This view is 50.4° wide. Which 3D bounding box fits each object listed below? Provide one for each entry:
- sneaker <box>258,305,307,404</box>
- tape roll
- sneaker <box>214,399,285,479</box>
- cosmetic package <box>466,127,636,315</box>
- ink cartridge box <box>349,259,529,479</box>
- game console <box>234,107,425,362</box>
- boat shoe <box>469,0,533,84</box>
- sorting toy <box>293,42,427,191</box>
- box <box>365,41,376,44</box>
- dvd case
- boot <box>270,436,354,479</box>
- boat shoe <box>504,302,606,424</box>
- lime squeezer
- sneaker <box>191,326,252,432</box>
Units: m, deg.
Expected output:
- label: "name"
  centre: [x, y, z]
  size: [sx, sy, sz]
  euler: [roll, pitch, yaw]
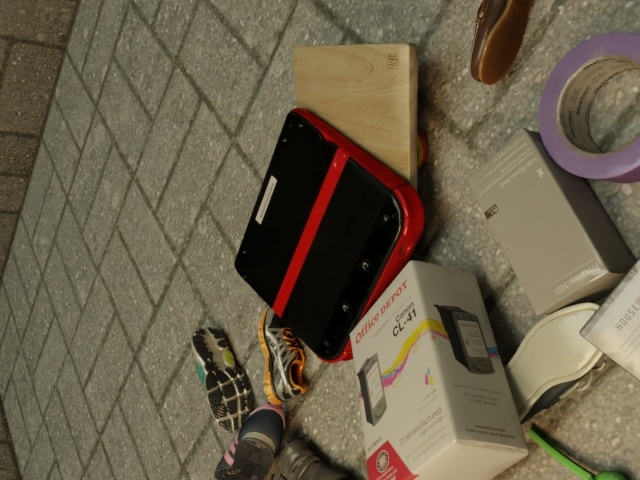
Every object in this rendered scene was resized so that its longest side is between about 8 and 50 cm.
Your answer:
- label: "sneaker"
  centre: [-0.075, 0.237, 1.451]
  size: [0.083, 0.084, 0.214]
  euler: [-15, 76, 27]
- label: "tape roll"
  centre: [0.392, -0.172, 0.899]
  size: [0.189, 0.080, 0.189]
  euler: [-1, 88, 51]
- label: "sneaker"
  centre: [-0.148, 0.465, 1.523]
  size: [0.319, 0.112, 0.131]
  euler: [-56, 7, 48]
- label: "cosmetic package"
  centre: [0.322, -0.024, 0.960]
  size: [0.127, 0.107, 0.238]
  euler: [-46, 53, 38]
- label: "ink cartridge box"
  centre: [0.161, 0.220, 1.036]
  size: [0.226, 0.131, 0.306]
  euler: [-56, 31, 40]
- label: "game console"
  centre: [0.000, 0.000, 1.255]
  size: [0.342, 0.060, 0.386]
  euler: [43, 124, 32]
- label: "boat shoe"
  centre: [0.277, -0.346, 1.050]
  size: [0.073, 0.073, 0.207]
  euler: [34, 107, 47]
- label: "sorting toy"
  centre: [0.079, -0.220, 1.219]
  size: [0.257, 0.089, 0.255]
  euler: [13, 112, 41]
- label: "box"
  centre: [0.057, -0.291, 1.326]
  size: [0.178, 0.042, 0.109]
  euler: [-28, 68, 45]
- label: "dvd case"
  centre: [0.456, 0.118, 0.793]
  size: [0.239, 0.030, 0.179]
  euler: [42, 114, 26]
- label: "boot"
  centre: [-0.028, 0.589, 1.366]
  size: [0.223, 0.118, 0.338]
  euler: [18, 92, 52]
- label: "boat shoe"
  centre: [0.330, 0.179, 0.962]
  size: [0.095, 0.079, 0.254]
  euler: [53, 129, 35]
- label: "lime squeezer"
  centre: [0.403, 0.305, 0.890]
  size: [0.310, 0.059, 0.109]
  euler: [-17, 76, 49]
- label: "sneaker"
  centre: [-0.239, 0.339, 1.640]
  size: [0.110, 0.107, 0.275]
  euler: [107, 146, -47]
